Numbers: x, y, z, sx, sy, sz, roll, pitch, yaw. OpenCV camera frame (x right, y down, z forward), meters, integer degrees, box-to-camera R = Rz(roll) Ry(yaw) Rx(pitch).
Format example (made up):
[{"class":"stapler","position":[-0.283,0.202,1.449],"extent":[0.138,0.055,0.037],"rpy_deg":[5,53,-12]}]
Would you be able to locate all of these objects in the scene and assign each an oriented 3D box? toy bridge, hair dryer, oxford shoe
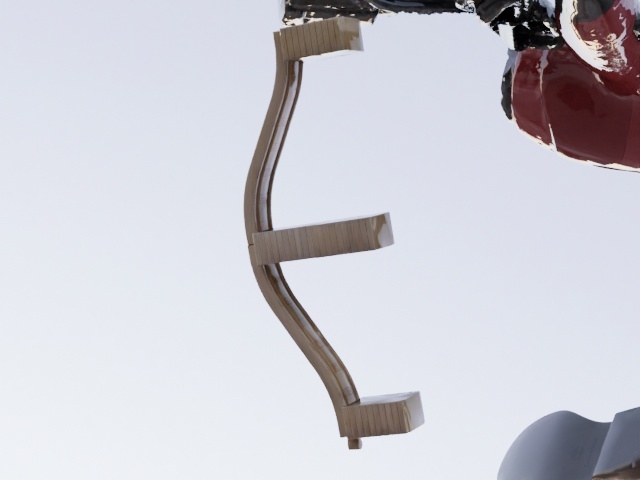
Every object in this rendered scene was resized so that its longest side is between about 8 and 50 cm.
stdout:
[{"class":"toy bridge","position":[0.000,0.000,0.783],"extent":[0.063,0.026,0.188],"rpy_deg":[-8,-87,24]},{"class":"hair dryer","position":[0.128,-0.071,0.780],"extent":[0.293,0.080,0.223],"rpy_deg":[10,4,-16]},{"class":"oxford shoe","position":[0.205,0.171,1.311],"extent":[0.076,0.076,0.212],"rpy_deg":[36,-21,-20]}]
